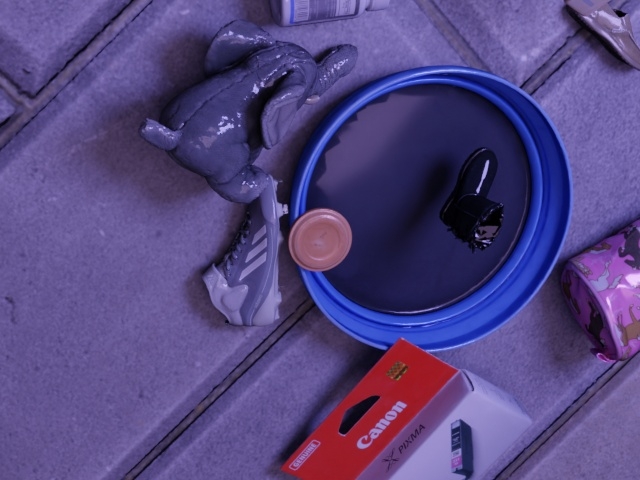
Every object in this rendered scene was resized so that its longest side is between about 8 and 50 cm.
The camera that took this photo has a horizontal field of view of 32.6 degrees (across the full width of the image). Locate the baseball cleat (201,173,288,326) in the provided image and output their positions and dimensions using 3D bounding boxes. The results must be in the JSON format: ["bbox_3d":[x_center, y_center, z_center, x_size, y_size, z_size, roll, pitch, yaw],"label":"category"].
[{"bbox_3d":[-0.098,0.017,1.404,0.109,0.072,0.206,-2,106,-9],"label":"baseball cleat"}]

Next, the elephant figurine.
[{"bbox_3d":[-0.076,-0.178,1.296,0.169,0.186,0.239,41,98,-18],"label":"elephant figurine"}]

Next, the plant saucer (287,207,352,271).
[{"bbox_3d":[0.000,0.000,1.375,0.083,0.013,0.084,-5,110,-16],"label":"plant saucer"}]

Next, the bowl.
[{"bbox_3d":[0.143,-0.042,1.453,0.391,0.077,0.391,-5,110,-15],"label":"bowl"}]

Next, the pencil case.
[{"bbox_3d":[0.529,0.026,1.552,0.386,0.167,0.160,-25,149,-7],"label":"pencil case"}]

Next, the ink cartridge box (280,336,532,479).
[{"bbox_3d":[0.120,0.288,1.527,0.238,0.060,0.275,29,110,-32],"label":"ink cartridge box"}]

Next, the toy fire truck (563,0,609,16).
[{"bbox_3d":[0.331,-0.380,1.179,0.217,0.158,0.246,20,90,-24],"label":"toy fire truck"}]

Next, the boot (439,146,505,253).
[{"bbox_3d":[0.201,-0.050,1.370,0.045,0.099,0.121,26,100,-24],"label":"boot"}]

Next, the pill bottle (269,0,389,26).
[{"bbox_3d":[0.011,-0.304,1.320,0.137,0.078,0.078,-10,111,-14],"label":"pill bottle"}]

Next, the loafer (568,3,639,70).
[{"bbox_3d":[0.395,-0.279,1.457,0.148,0.056,0.050,35,102,-24],"label":"loafer"}]
